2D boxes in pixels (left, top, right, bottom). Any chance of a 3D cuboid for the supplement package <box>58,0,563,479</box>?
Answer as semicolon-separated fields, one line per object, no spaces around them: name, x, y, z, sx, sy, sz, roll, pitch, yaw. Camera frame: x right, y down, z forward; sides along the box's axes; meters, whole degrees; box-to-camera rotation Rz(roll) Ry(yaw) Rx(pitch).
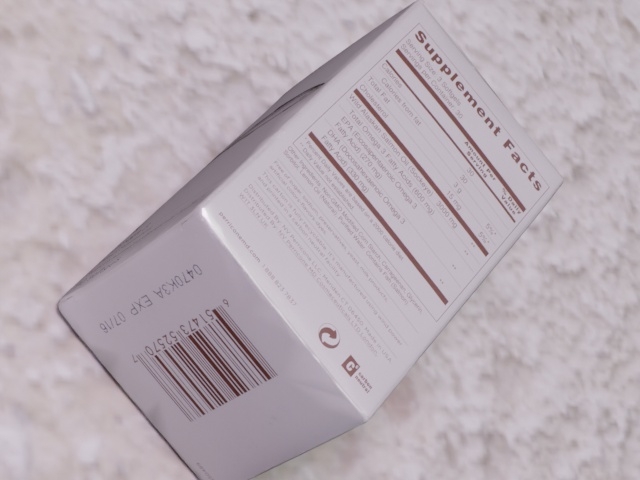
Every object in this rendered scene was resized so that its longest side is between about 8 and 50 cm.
supplement package;0.000;0.000;0.804;0.105;0.105;0.179;51;45;-7
